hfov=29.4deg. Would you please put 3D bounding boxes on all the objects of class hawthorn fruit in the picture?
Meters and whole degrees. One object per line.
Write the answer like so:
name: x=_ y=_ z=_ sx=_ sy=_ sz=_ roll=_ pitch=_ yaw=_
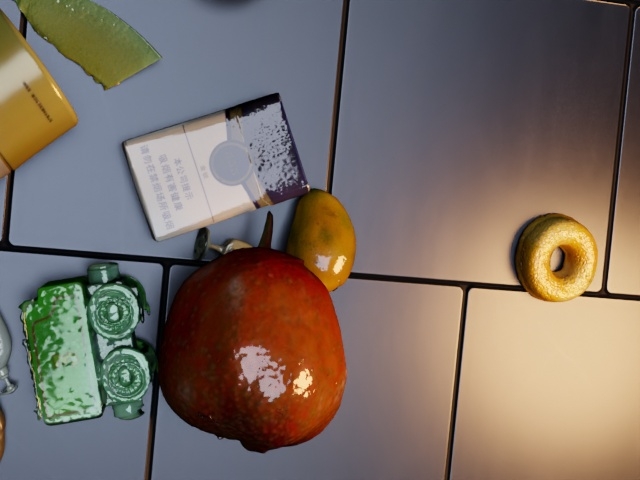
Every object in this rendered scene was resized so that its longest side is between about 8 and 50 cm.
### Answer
hawthorn fruit: x=-0.096 y=0.135 z=1.834 sx=0.284 sy=0.285 sz=0.369 roll=7 pitch=75 yaw=-13

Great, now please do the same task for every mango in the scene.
mango: x=0.004 y=0.003 z=1.932 sx=0.111 sy=0.089 sz=0.163 roll=17 pitch=82 yaw=-13

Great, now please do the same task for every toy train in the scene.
toy train: x=-0.347 y=0.158 z=1.843 sx=0.188 sy=0.132 sz=0.243 roll=-8 pitch=95 yaw=-4

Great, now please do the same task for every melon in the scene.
melon: x=-0.371 y=-0.317 z=1.859 sx=0.261 sy=0.053 sz=0.114 roll=29 pitch=105 yaw=-9

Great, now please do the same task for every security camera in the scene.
security camera: x=-0.148 y=0.017 z=1.919 sx=0.092 sy=0.058 sz=0.058 roll=14 pitch=90 yaw=-22

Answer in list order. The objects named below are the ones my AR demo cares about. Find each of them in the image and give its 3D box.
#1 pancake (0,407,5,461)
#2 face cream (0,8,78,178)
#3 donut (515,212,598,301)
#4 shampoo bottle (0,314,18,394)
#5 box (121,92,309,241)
pancake: x=-0.592 y=0.292 z=1.830 sx=0.241 sy=0.050 sz=0.242 roll=-1 pitch=92 yaw=-13
face cream: x=-0.480 y=-0.205 z=1.740 sx=0.179 sy=0.218 sz=0.218 roll=-37 pitch=100 yaw=-9
donut: x=0.400 y=0.031 z=2.041 sx=0.151 sy=0.058 sz=0.152 roll=-1 pitch=96 yaw=-13
shampoo bottle: x=-0.500 y=0.164 z=1.846 sx=0.077 sy=0.045 sz=0.152 roll=-30 pitch=97 yaw=-12
box: x=-0.161 y=-0.114 z=1.894 sx=0.259 sy=0.071 sz=0.168 roll=-20 pitch=97 yaw=-10
